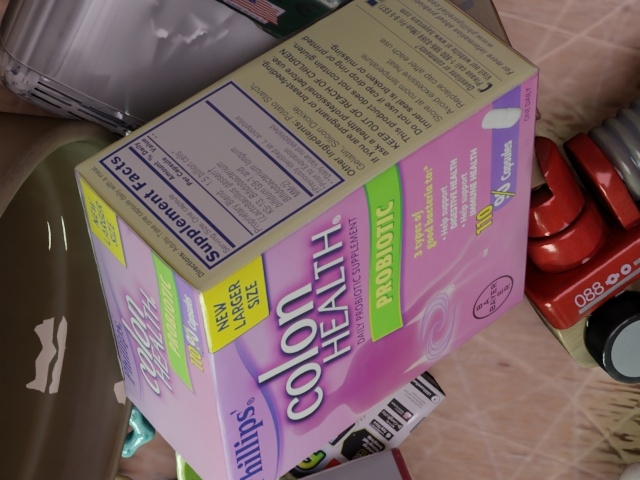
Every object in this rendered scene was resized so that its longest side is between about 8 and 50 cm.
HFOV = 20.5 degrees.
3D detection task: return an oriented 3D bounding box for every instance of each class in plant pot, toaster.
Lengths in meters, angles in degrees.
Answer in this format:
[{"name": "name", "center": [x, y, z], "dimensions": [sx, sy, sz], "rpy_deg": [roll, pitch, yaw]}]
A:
[{"name": "plant pot", "center": [-0.282, 0.067, 1.010], "dimensions": [0.280, 0.323, 0.323], "rpy_deg": [11, 108, 13]}, {"name": "toaster", "center": [-0.098, -0.138, 1.062], "dimensions": [0.227, 0.129, 0.146], "rpy_deg": [23, 105, -20]}]

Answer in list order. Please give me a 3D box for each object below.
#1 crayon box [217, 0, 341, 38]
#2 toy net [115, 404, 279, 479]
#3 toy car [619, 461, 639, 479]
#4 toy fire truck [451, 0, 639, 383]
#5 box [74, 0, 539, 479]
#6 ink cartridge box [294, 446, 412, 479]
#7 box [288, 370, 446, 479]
[{"name": "crayon box", "center": [-0.035, -0.300, 0.975], "dimensions": [0.202, 0.081, 0.319], "rpy_deg": [26, 72, -19]}, {"name": "toy net", "center": [-0.146, 0.132, 1.161], "dimensions": [0.232, 0.045, 0.122], "rpy_deg": [-11, 118, 4]}, {"name": "toy car", "center": [0.307, 0.170, 1.221], "dimensions": [0.182, 0.136, 0.159], "rpy_deg": [50, 66, -21]}, {"name": "toy fire truck", "center": [0.192, -0.071, 1.147], "dimensions": [0.217, 0.158, 0.246], "rpy_deg": [-35, 122, 2]}, {"name": "box", "center": [0.000, 0.000, 1.042], "dimensions": [0.243, 0.117, 0.214], "rpy_deg": [-33, 146, -22]}, {"name": "ink cartridge box", "center": [0.029, 0.259, 1.197], "dimensions": [0.127, 0.128, 0.176], "rpy_deg": [-19, 129, -4]}, {"name": "box", "center": [-0.027, 0.079, 1.197], "dimensions": [0.207, 0.036, 0.114], "rpy_deg": [42, 96, -20]}]
